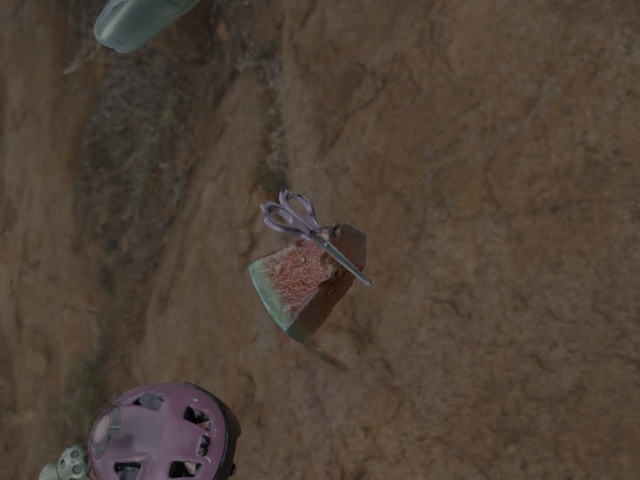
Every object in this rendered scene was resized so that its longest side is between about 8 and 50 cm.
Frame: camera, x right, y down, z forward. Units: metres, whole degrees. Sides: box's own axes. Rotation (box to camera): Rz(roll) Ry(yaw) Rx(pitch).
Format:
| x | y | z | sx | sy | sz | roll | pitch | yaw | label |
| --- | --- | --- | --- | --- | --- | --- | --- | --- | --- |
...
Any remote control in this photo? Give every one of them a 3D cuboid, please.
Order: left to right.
| x | y | z | sx | sy | sz | roll | pitch | yaw | label |
| --- | --- | --- | --- | --- | --- | --- | --- | --- | --- |
| -0.218 | -0.332 | 1.309 | 0.256 | 0.097 | 0.045 | -32 | 51 | 37 | remote control |

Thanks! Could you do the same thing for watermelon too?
| x | y | z | sx | sy | sz | roll | pitch | yaw | label |
| --- | --- | --- | --- | --- | --- | --- | --- | --- | --- |
| -0.008 | 0.070 | 1.956 | 0.256 | 0.193 | 0.140 | -39 | 58 | 4 | watermelon |

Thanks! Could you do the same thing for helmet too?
| x | y | z | sx | sy | sz | roll | pitch | yaw | label |
| --- | --- | --- | --- | --- | --- | --- | --- | --- | --- |
| -0.235 | 0.281 | 1.312 | 0.253 | 0.154 | 0.198 | 2 | 65 | 26 | helmet |

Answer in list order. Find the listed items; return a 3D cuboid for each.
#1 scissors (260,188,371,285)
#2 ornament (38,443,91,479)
| x | y | z | sx | sy | sz | roll | pitch | yaw | label |
| --- | --- | --- | --- | --- | --- | --- | --- | --- | --- |
| 0.000 | 0.000 | 1.351 | 0.189 | 0.100 | 0.015 | 41 | 128 | 9 | scissors |
| -0.450 | 0.416 | 1.734 | 0.156 | 0.081 | 0.075 | -35 | 24 | 43 | ornament |
